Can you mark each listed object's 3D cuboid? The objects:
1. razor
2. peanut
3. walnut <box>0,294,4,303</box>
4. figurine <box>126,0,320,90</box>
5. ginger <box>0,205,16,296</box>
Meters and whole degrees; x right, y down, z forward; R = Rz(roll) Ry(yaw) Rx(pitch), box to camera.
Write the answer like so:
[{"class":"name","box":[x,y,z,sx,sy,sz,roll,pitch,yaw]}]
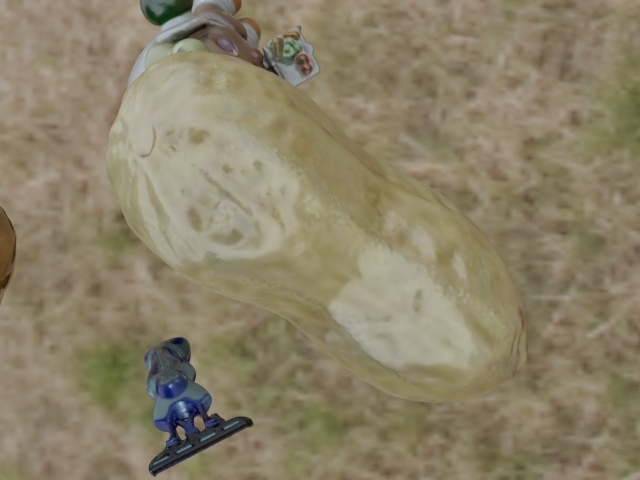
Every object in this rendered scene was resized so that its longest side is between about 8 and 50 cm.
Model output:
[{"class":"razor","box":[-0.061,0.059,0.765,0.028,0.044,0.154,64,177,-13]},{"class":"peanut","box":[0.000,0.000,0.950,0.257,0.123,0.123,35,125,-4]},{"class":"walnut","box":[-0.350,0.026,1.114,0.277,0.313,0.252,106,154,-71]},{"class":"figurine","box":[-0.062,-0.106,1.129,0.093,0.147,0.197,-26,24,29]},{"class":"ginger","box":[-0.238,0.045,0.564,0.418,0.254,0.176,-74,-10,-54]}]
